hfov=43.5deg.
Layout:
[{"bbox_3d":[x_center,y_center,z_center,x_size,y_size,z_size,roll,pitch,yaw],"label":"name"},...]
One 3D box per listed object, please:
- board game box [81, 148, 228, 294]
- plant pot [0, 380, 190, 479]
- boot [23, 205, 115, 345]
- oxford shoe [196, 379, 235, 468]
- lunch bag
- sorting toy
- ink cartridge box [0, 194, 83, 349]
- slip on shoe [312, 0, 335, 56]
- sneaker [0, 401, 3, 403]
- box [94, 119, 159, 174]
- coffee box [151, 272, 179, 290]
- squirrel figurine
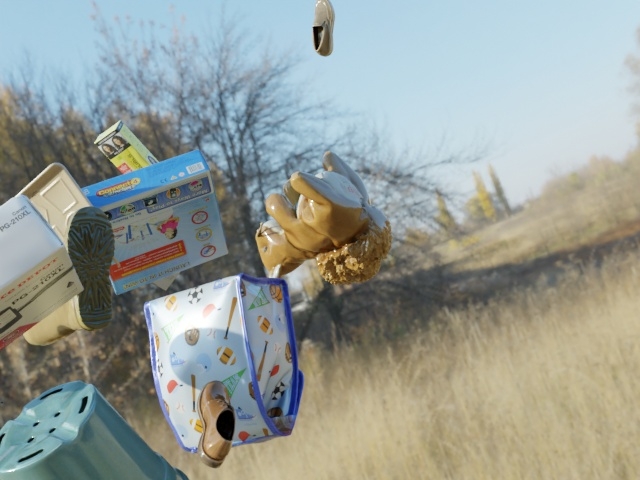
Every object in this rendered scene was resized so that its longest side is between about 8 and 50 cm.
[{"bbox_3d":[-0.400,-0.041,1.967,0.308,0.086,0.302,-20,-40,-14],"label":"board game box"},{"bbox_3d":[-0.501,0.503,1.707,0.341,0.334,0.341,-22,26,11],"label":"plant pot"},{"bbox_3d":[-0.490,0.073,1.514,0.089,0.236,0.269,7,-14,-40],"label":"boot"},{"bbox_3d":[-0.188,0.333,1.535,0.076,0.076,0.212,-54,24,21],"label":"oxford shoe"},{"bbox_3d":[-0.226,0.306,1.953,0.327,0.386,0.238,-19,-17,32],"label":"lunch bag"},{"bbox_3d":[-0.585,-0.043,1.801,0.193,0.208,0.038,-36,5,20],"label":"sorting toy"},{"bbox_3d":[-0.449,0.056,1.150,0.172,0.100,0.237,-39,-9,-19],"label":"ink cartridge box"},{"bbox_3d":[0.001,-0.483,1.806,0.051,0.136,0.041,1,0,41],"label":"slip on shoe"},{"bbox_3d":[-0.706,0.325,1.723,0.038,0.069,0.098,-20,38,34],"label":"sneaker"},{"bbox_3d":[-0.506,-0.213,2.206,0.087,0.232,0.058,-29,29,20],"label":"box"},{"bbox_3d":[-0.483,-0.008,2.631,0.297,0.119,0.168,-53,33,2],"label":"coffee box"},{"bbox_3d":[0.000,0.000,2.338,0.370,0.397,0.281,-48,4,29],"label":"squirrel figurine"}]
